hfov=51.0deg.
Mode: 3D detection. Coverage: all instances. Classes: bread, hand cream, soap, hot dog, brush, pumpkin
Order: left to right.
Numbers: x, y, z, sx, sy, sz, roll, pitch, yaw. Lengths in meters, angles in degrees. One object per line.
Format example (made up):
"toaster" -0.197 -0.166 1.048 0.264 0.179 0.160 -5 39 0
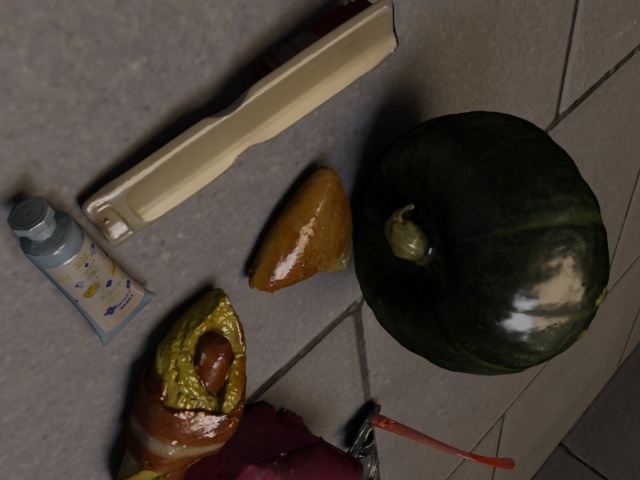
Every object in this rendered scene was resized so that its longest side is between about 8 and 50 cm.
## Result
"hand cream" -0.188 0.027 0.537 0.065 0.043 0.170 -45 148 -17
"hot dog" -0.133 0.177 0.689 0.123 0.093 0.261 -6 123 -49
"brush" -0.065 -0.113 0.582 0.321 0.050 0.060 -38 146 -14
"soap" -0.075 0.334 0.873 0.220 0.127 0.325 -49 147 -8
"bread" -0.004 -0.017 0.733 0.154 0.054 0.135 -18 128 -48
"pumpkin" 0.162 0.005 0.739 0.207 0.300 0.300 -4 121 -37

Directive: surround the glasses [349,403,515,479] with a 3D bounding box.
"glasses" 0.175 0.405 1.135 0.118 0.269 0.234 -52 150 -43
